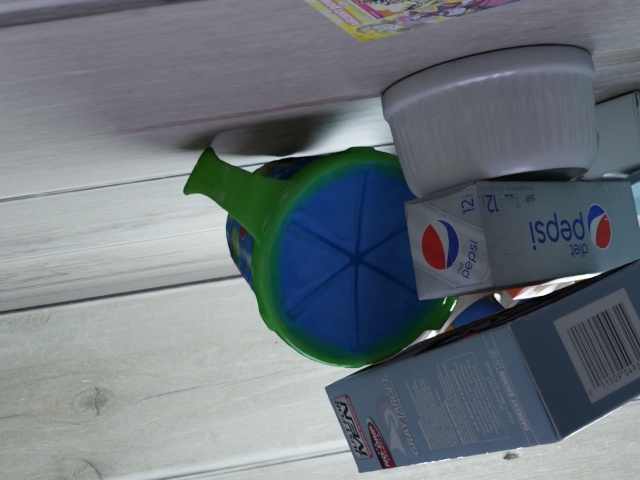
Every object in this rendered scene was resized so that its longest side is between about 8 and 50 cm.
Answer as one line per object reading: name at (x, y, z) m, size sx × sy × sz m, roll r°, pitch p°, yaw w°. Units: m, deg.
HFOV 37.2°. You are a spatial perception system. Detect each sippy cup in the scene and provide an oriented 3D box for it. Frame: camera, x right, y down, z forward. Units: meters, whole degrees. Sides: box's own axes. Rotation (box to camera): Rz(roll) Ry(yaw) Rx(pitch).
sippy cup at (0.000, 0.000, 1.083) m, size 0.240 × 0.305 × 0.224 m, roll -29°, pitch -157°, yaw -17°

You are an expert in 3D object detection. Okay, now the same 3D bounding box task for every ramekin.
ramekin at (0.170, -0.104, 0.924) m, size 0.207 × 0.109 × 0.207 m, roll -10°, pitch 175°, yaw -1°

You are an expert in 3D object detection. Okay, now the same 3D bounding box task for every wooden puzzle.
wooden puzzle at (0.286, 0.064, 1.278) m, size 0.322 × 0.080 × 0.348 m, roll -3°, pitch 140°, yaw -49°

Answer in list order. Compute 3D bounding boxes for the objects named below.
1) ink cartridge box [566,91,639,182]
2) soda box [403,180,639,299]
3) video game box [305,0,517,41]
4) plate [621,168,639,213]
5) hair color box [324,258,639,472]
ink cartridge box at (0.353, -0.113, 1.212) m, size 0.158 × 0.092 × 0.218 m, roll -4°, pitch 173°, yaw -43°
soda box at (0.213, -0.004, 0.950) m, size 0.286 × 0.098 × 0.091 m, roll -4°, pitch 173°, yaw -45°
video game box at (0.071, -0.165, 0.481) m, size 0.187 × 0.048 × 0.205 m, roll -13°, pitch 173°, yaw 19°
plate at (0.411, -0.073, 1.119) m, size 0.188 × 0.024 × 0.188 m, roll -18°, pitch 164°, yaw -5°
hair color box at (0.173, 0.141, 0.986) m, size 0.185 × 0.113 × 0.374 m, roll -20°, pitch 172°, yaw -29°
